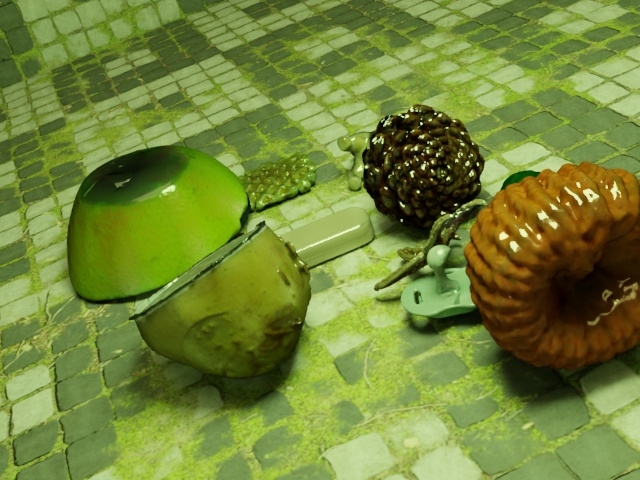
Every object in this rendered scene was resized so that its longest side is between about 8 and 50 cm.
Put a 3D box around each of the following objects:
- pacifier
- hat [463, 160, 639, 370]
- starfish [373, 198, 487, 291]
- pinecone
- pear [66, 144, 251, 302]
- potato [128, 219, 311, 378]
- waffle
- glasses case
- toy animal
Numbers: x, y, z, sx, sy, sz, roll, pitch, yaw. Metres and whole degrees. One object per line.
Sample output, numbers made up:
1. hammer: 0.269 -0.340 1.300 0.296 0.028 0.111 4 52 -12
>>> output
1. pacifier: 0.191 0.055 1.305 0.150 0.117 0.127 -11 27 15
2. hat: 0.314 -0.018 1.226 0.285 0.285 0.400 -20 29 -3
3. starfish: 0.173 0.009 1.354 0.213 0.057 0.238 -40 -3 -8
4. pinecone: 0.171 -0.126 1.518 0.221 0.221 0.221 -13 33 8
5. pear: -0.347 -0.069 1.682 0.398 0.165 0.399 -16 33 11
6. potato: -0.142 0.117 1.331 0.246 0.196 0.299 -38 8 -32
7. waffle: -0.097 -0.126 1.794 0.183 0.036 0.169 -21 33 -4
8. glasses case: 0.000 0.000 1.544 0.196 0.050 0.083 -21 30 -6
9. toy animal: 0.148 -0.184 1.696 0.233 0.121 0.168 -14 15 25
